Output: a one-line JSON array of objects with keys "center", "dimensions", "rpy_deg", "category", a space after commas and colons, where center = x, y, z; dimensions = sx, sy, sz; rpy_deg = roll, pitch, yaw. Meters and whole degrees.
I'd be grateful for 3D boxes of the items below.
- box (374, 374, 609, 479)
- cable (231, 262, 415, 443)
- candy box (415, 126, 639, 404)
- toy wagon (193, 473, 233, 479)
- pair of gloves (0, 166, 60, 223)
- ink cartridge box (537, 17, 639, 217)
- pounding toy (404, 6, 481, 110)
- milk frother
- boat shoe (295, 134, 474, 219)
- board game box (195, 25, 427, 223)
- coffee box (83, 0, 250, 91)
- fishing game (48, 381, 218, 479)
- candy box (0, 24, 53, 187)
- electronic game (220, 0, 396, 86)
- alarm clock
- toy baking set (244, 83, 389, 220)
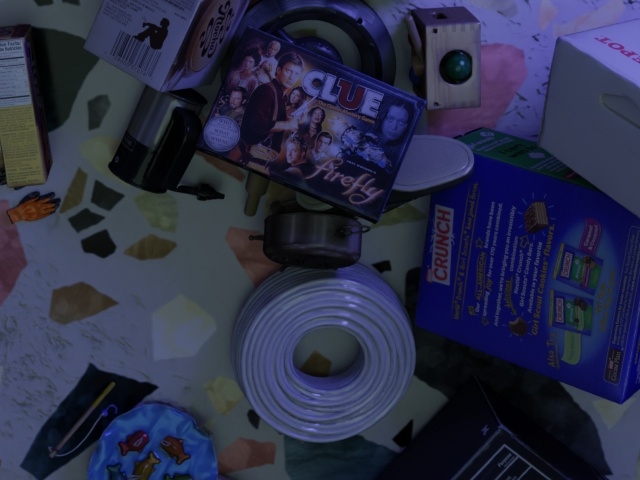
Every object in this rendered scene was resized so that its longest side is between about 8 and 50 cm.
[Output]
[{"center": [0.245, 0.407, 1.930], "dimensions": [0.294, 0.183, 0.296], "rpy_deg": [39, 100, -19], "category": "box"}, {"center": [0.004, 0.154, 1.859], "dimensions": [0.257, 0.089, 0.257], "rpy_deg": [-31, 110, 6], "category": "cable"}, {"center": [0.293, 0.025, 1.734], "dimensions": [0.317, 0.122, 0.268], "rpy_deg": [20, 115, 33], "category": "candy box"}, {"center": [-0.214, 0.497, 1.977], "dimensions": [0.267, 0.068, 0.344], "rpy_deg": [27, 106, -14], "category": "toy wagon"}, {"center": [-0.389, -0.065, 1.778], "dimensions": [0.074, 0.010, 0.083], "rpy_deg": [-16, 110, 0], "category": "pair of gloves"}, {"center": [0.497, -0.158, 1.613], "dimensions": [0.385, 0.279, 0.160], "rpy_deg": [-15, 128, -28], "category": "ink cartridge box"}, {"center": [0.147, -0.238, 1.700], "dimensions": [0.100, 0.141, 0.130], "rpy_deg": [-4, 111, -4], "category": "pounding toy"}, {"center": [-0.178, -0.125, 1.743], "dimensions": [0.143, 0.129, 0.134], "rpy_deg": [4, 118, -54], "category": "milk frother"}, {"center": [0.088, -0.077, 1.728], "dimensions": [0.233, 0.084, 0.079], "rpy_deg": [-13, 150, 15], "category": "boat shoe"}, {"center": [-0.011, -0.143, 1.658], "dimensions": [0.243, 0.042, 0.165], "rpy_deg": [22, 84, -3], "category": "board game box"}, {"center": [-0.146, -0.338, 1.604], "dimensions": [0.119, 0.168, 0.297], "rpy_deg": [30, 106, 10], "category": "coffee box"}, {"center": [-0.232, 0.324, 1.877], "dimensions": [0.264, 0.041, 0.189], "rpy_deg": [45, 81, -2], "category": "fishing game"}, {"center": [-0.378, -0.171, 1.683], "dimensions": [0.053, 0.109, 0.186], "rpy_deg": [-5, 107, -5], "category": "candy box"}, {"center": [-0.015, -0.221, 1.738], "dimensions": [0.229, 0.048, 0.229], "rpy_deg": [-3, 119, -6], "category": "electronic game"}, {"center": [0.000, 0.000, 1.739], "dimensions": [0.129, 0.192, 0.064], "rpy_deg": [11, 74, -32], "category": "alarm clock"}, {"center": [0.004, -0.108, 1.768], "dimensions": [0.197, 0.030, 0.256], "rpy_deg": [0, 131, -16], "category": "toy baking set"}]
